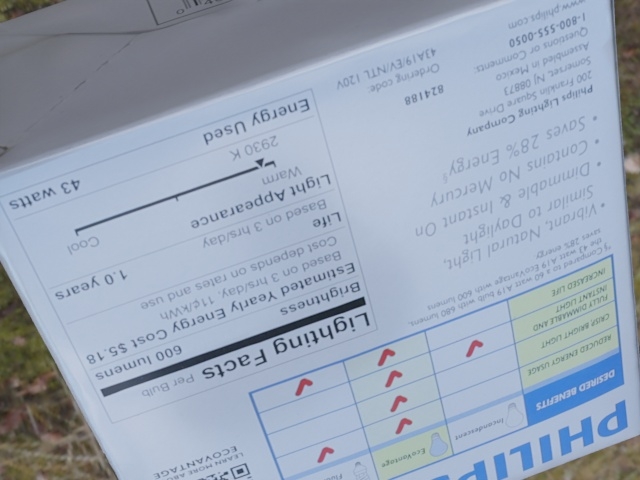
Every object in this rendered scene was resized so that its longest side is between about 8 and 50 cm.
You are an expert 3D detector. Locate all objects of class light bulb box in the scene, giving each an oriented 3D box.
[{"bbox_3d":[0.000,0.000,0.689,0.358,0.225,0.361,-20,125,-5],"label":"light bulb box"}]
